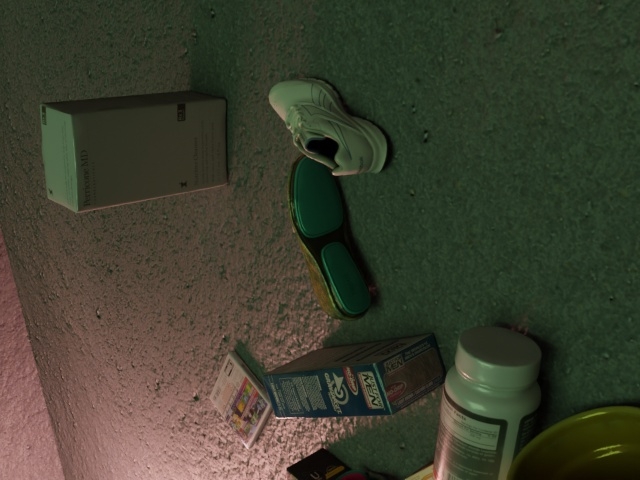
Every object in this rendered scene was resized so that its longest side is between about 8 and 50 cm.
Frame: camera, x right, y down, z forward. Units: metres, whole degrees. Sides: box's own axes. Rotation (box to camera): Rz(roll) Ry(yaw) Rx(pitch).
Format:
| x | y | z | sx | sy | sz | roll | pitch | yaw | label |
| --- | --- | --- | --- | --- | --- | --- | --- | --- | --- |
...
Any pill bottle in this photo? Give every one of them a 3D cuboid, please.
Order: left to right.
| x | y | z | sx | sy | sz | roll | pitch | yaw | label |
| --- | --- | --- | --- | --- | --- | --- | --- | --- | --- |
| 0.286 | 0.300 | 1.287 | 0.161 | 0.161 | 0.283 | 24 | 120 | 40 | pill bottle |

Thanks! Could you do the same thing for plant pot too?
| x | y | z | sx | sy | sz | roll | pitch | yaw | label |
| --- | --- | --- | --- | --- | --- | --- | --- | --- | --- |
| 0.444 | 0.415 | 1.119 | 0.254 | 0.254 | 0.239 | -20 | 105 | 48 | plant pot |

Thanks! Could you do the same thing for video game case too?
| x | y | z | sx | sy | sz | roll | pitch | yaw | label |
| --- | --- | --- | --- | --- | --- | --- | --- | --- | --- |
| -0.205 | 0.412 | 1.952 | 0.183 | 0.023 | 0.201 | 47 | 132 | 26 | video game case |

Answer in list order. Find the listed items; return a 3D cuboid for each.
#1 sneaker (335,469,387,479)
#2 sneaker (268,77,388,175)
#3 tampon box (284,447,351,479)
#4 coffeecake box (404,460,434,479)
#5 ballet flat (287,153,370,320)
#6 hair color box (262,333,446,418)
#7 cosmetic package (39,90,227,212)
| x | y | z | sx | sy | sz | roll | pitch | yaw | label |
| --- | --- | --- | --- | --- | --- | --- | --- | --- | --- |
| 0.076 | 0.598 | 1.639 | 0.295 | 0.124 | 0.178 | -39 | 80 | 38 | sneaker |
| -0.006 | -0.222 | 1.437 | 0.297 | 0.129 | 0.111 | 39 | 131 | 32 | sneaker |
| -0.011 | 0.585 | 1.732 | 0.101 | 0.120 | 0.160 | 30 | 124 | 37 | tampon box |
| 0.270 | 0.506 | 1.446 | 0.185 | 0.068 | 0.142 | 57 | 135 | 15 | coffeecake box |
| 0.000 | 0.000 | 1.529 | 0.123 | 0.123 | 0.348 | -22 | 88 | 48 | ballet flat |
| 0.060 | 0.276 | 1.508 | 0.347 | 0.174 | 0.105 | -18 | 91 | 48 | hair color box |
| -0.405 | -0.207 | 1.672 | 0.156 | 0.385 | 0.217 | 21 | 118 | 41 | cosmetic package |
